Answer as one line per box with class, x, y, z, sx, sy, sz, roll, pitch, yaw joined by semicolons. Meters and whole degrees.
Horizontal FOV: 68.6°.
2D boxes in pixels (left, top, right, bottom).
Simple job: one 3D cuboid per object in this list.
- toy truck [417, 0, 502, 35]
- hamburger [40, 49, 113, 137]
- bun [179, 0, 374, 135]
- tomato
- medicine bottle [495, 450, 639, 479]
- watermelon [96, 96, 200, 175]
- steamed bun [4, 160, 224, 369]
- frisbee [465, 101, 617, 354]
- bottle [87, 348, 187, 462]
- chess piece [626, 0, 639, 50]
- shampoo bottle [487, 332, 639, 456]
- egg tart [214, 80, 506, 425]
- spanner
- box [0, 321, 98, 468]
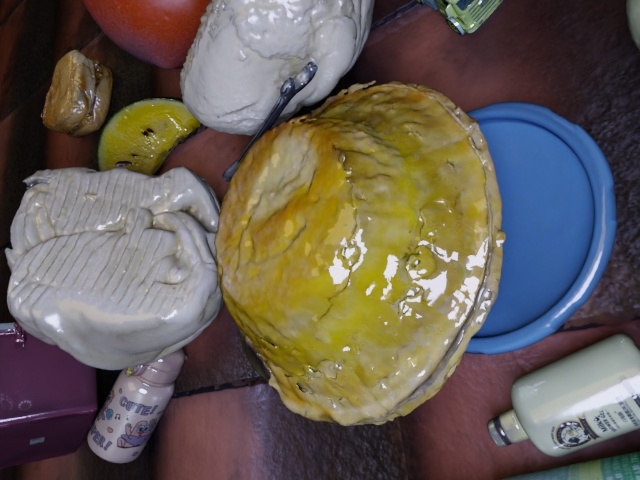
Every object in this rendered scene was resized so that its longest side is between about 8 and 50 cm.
toy truck;0.152;-0.370;0.625;0.085;0.116;0.191;-46;56;19
hamburger;-0.610;-0.364;1.178;0.213;0.108;0.214;-11;70;34
bun;-0.046;-0.311;0.668;0.360;0.211;0.360;-49;25;33
tomato;-0.281;-0.469;0.848;0.321;0.321;0.321;-10;72;34
medicine bottle;0.230;0.260;0.394;0.274;0.133;0.133;-29;63;28
watermelon;-0.365;-0.205;0.974;0.301;0.123;0.129;-39;80;24
steamed bun;-0.315;0.043;0.786;0.394;0.237;0.346;39;63;23
frisbee;0.184;-0.014;0.542;0.289;0.049;0.289;-17;67;44
bottle;-0.311;0.262;0.796;0.097;0.110;0.209;33;98;32
chess piece;0.342;-0.080;0.312;0.234;0.234;0.442;-4;69;35
shampoo bottle;0.236;0.156;0.449;0.162;0.079;0.079;-35;60;23
egg tart;0.000;0.000;0.570;0.443;0.178;0.443;-18;65;44
spanner;-0.074;-0.143;0.608;0.015;0.054;0.254;49;145;-3
box;-0.503;0.277;0.832;0.294;0.193;0.167;-52;47;40
